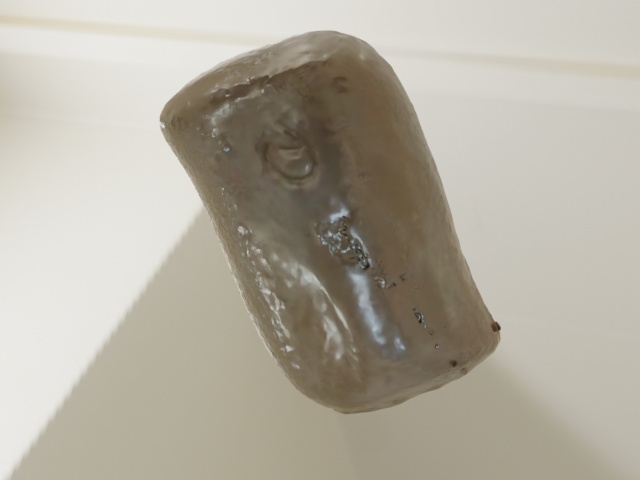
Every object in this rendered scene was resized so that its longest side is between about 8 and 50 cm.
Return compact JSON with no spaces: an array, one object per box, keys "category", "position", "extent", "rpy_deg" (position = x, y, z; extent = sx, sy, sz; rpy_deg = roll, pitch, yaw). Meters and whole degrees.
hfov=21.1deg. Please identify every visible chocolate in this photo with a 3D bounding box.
[{"category":"chocolate","position":[0.000,0.000,0.434],"extent":[0.101,0.064,0.031],"rpy_deg":[68,-160,-10]}]
